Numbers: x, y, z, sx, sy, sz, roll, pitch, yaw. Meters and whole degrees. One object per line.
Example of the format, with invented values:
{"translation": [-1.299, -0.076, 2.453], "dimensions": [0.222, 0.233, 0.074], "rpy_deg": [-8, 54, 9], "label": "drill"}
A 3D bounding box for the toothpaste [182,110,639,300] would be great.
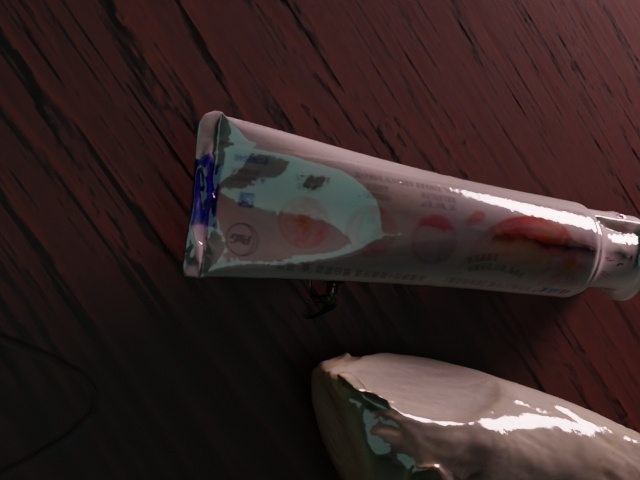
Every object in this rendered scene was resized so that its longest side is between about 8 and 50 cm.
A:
{"translation": [0.067, -0.007, 0.915], "dimensions": [0.323, 0.066, 0.100], "rpy_deg": [8, 86, -27], "label": "toothpaste"}

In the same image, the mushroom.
{"translation": [0.143, 0.157, 0.951], "dimensions": [0.351, 0.097, 0.109], "rpy_deg": [21, 86, -22], "label": "mushroom"}

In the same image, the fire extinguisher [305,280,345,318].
{"translation": [0.005, 0.000, 0.920], "dimensions": [0.032, 0.046, 0.100], "rpy_deg": [6, 83, 21], "label": "fire extinguisher"}
